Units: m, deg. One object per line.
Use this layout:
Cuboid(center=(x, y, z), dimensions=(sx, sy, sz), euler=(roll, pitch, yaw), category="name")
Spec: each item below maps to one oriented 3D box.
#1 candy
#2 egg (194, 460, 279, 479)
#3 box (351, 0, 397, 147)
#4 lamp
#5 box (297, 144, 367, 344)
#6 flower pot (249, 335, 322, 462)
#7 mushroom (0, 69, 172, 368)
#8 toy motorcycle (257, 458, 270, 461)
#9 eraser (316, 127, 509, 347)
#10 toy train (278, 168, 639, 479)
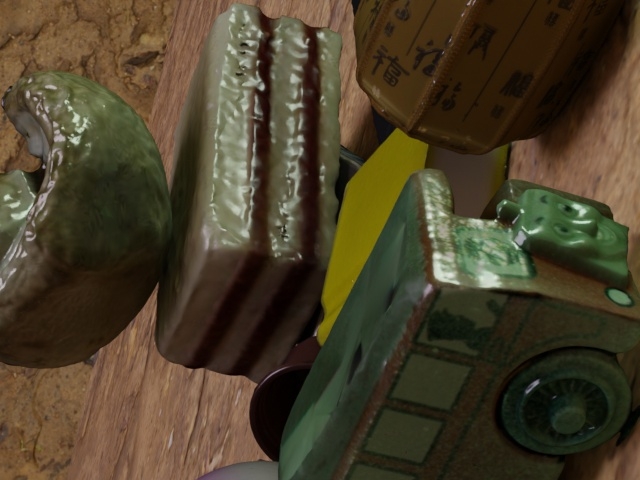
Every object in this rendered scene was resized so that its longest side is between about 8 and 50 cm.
Cuboid(center=(-0.067, -0.047, 1.489), dimensions=(0.179, 0.135, 0.321), euler=(118, 161, -48), category="candy")
Cuboid(center=(-0.038, 0.256, 1.138), dimensions=(0.271, 0.196, 0.196), euler=(58, -134, -86), category="egg")
Cuboid(center=(0.095, -0.233, 1.407), dimensions=(0.350, 0.058, 0.211), euler=(-98, 28, -57), category="box")
Cuboid(center=(0.112, -0.159, 1.058), dimensions=(0.161, 0.161, 0.185), euler=(-92, 21, -52), category="lamp")
Cuboid(center=(0.000, -0.001, 1.549), dimensions=(0.325, 0.047, 0.180), euler=(-138, 63, -75), category="box")
Cuboid(center=(0.002, 0.129, 1.323), dimensions=(0.089, 0.111, 0.111), euler=(-67, 0, -61), category="flower pot")
Cuboid(center=(-0.216, -0.012, 1.433), dimensions=(0.164, 0.189, 0.267), euler=(-1, 66, 53), category="mushroom")
Cuboid(center=(-0.059, 0.287, 1.409), dimensions=(0.118, 0.084, 0.213), euler=(107, 174, -46), category="toy motorcycle")
Cuboid(center=(0.070, -0.008, 1.233), dimensions=(0.226, 0.069, 0.158), euler=(133, 150, -63), category="eraser")
Cuboid(center=(0.069, 0.113, 0.929), dimensions=(0.129, 0.159, 0.326), euler=(-90, 19, -54), category="toy train")
